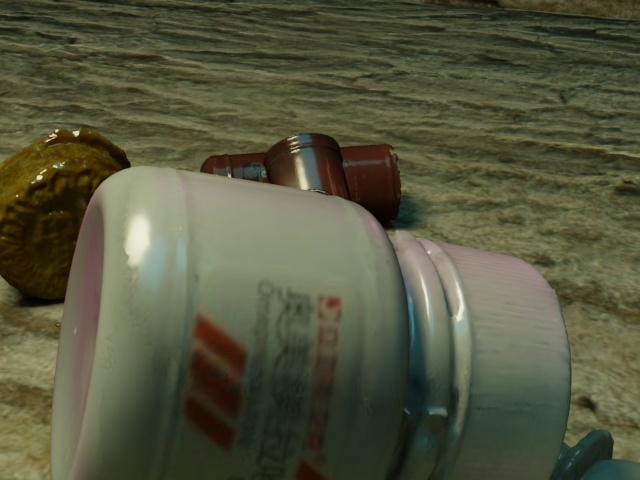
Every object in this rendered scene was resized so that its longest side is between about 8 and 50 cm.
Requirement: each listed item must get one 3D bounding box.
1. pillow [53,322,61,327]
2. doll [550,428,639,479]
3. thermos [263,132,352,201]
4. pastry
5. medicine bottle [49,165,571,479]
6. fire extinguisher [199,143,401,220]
[{"bbox_3d":[-0.150,0.101,1.026,0.211,0.034,0.135,7,-3,21],"label":"pillow"},{"bbox_3d":[0.261,0.234,0.744,0.293,0.119,0.138,27,52,33],"label":"doll"},{"bbox_3d":[0.003,-0.001,1.161,0.099,0.124,0.232,-25,60,20],"label":"thermos"},{"bbox_3d":[-0.289,-0.028,1.160,0.189,0.188,0.103,-11,34,-22],"label":"pastry"},{"bbox_3d":[-0.014,0.093,0.729,0.325,0.256,0.256,10,23,-20],"label":"medicine bottle"},{"bbox_3d":[-0.064,-0.068,1.302,0.337,0.106,0.147,-6,-13,-12],"label":"fire extinguisher"}]
